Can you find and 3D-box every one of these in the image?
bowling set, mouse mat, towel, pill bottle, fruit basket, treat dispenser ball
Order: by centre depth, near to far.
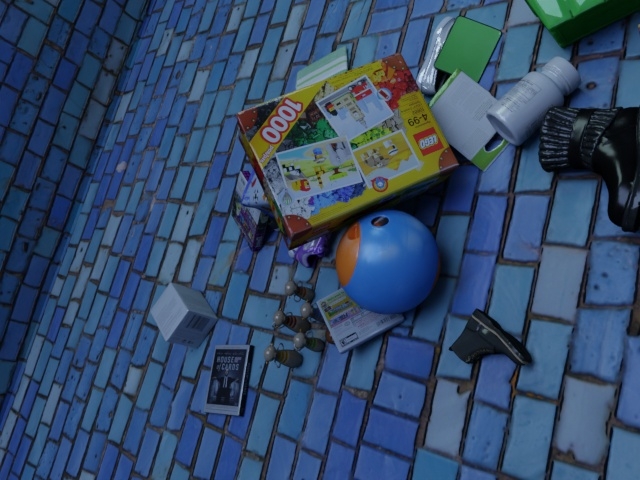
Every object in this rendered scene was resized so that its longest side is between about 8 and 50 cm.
[{"bbox_3d":[0.715,-0.757,1.543,0.392,0.283,0.392,-2,87,34],"label":"fruit basket"},{"bbox_3d":[0.575,-0.377,1.555,0.229,0.131,0.131,-42,49,7],"label":"pill bottle"},{"bbox_3d":[0.185,0.059,1.591,0.288,0.288,0.288,-17,61,34],"label":"treat dispenser ball"},{"bbox_3d":[-0.043,0.258,1.788,0.200,0.154,0.287,-5,69,39],"label":"bowling set"},{"bbox_3d":[0.456,-0.592,1.788,0.153,0.007,0.189,26,87,11],"label":"mouse mat"},{"bbox_3d":[0.006,-0.558,2.193,0.248,0.038,0.324,-20,58,32],"label":"towel"}]

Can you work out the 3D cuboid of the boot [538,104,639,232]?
[{"bbox_3d":[0.658,-0.180,1.398,0.260,0.131,0.348,4,63,34],"label":"boot"}]

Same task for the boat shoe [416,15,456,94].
[{"bbox_3d":[0.395,-0.586,1.845,0.084,0.095,0.258,25,99,40],"label":"boat shoe"}]

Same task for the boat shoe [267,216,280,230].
[{"bbox_3d":[-0.194,-0.132,2.143,0.080,0.076,0.228,-35,52,24],"label":"boat shoe"}]

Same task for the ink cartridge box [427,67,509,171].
[{"bbox_3d":[0.440,-0.347,1.699,0.255,0.097,0.189,41,101,8],"label":"ink cartridge box"}]

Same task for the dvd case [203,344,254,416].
[{"bbox_3d":[-0.319,0.483,2.010,0.179,0.029,0.238,-8,67,37],"label":"dvd case"}]

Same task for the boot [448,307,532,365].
[{"bbox_3d":[0.422,0.281,1.449,0.137,0.077,0.198,-56,33,12],"label":"boot"}]

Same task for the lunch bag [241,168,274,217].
[{"bbox_3d":[-0.057,-0.261,1.899,0.328,0.239,0.385,3,74,59],"label":"lunch bag"}]

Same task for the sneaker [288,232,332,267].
[{"bbox_3d":[0.000,0.000,1.918,0.236,0.095,0.104,-51,54,17],"label":"sneaker"}]

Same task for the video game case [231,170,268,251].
[{"bbox_3d":[-0.262,-0.111,2.150,0.232,0.042,0.210,55,139,41],"label":"video game case"}]

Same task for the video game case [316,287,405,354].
[{"bbox_3d":[0.116,0.210,1.717,0.212,0.023,0.193,-29,52,2],"label":"video game case"}]

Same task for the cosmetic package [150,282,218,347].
[{"bbox_3d":[-0.516,0.283,2.182,0.151,0.151,0.184,-54,46,9],"label":"cosmetic package"}]

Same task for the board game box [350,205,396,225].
[{"bbox_3d":[0.161,-0.069,1.766,0.027,0.145,0.281,11,78,46],"label":"board game box"}]

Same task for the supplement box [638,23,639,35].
[{"bbox_3d":[0.846,-0.447,1.396,0.104,0.081,0.188,-14,63,35],"label":"supplement box"}]

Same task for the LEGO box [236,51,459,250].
[{"bbox_3d":[0.064,-0.249,1.623,0.500,0.193,0.372,-24,81,-11],"label":"LEGO box"}]
